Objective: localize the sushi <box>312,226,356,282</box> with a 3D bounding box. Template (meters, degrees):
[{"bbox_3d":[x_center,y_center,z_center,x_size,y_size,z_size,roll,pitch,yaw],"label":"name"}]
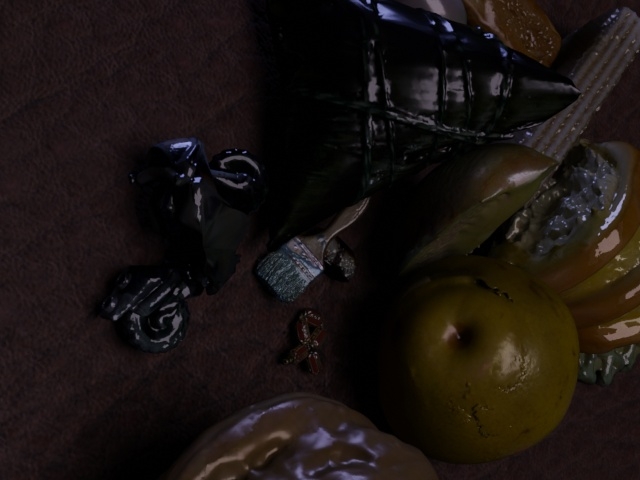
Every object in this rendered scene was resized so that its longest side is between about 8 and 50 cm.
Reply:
[{"bbox_3d":[0.017,0.015,1.885,0.083,0.044,0.046,42,62,-33],"label":"sushi"}]

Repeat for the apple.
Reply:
[{"bbox_3d":[0.172,-0.042,1.926,0.193,0.265,0.120,-26,75,-34],"label":"apple"}]

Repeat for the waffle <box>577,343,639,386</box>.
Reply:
[{"bbox_3d":[0.452,0.072,2.293,0.309,0.056,0.291,-36,111,-39],"label":"waffle"}]

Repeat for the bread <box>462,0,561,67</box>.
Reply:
[{"bbox_3d":[0.245,-0.336,2.111,0.271,0.077,0.139,46,61,-30],"label":"bread"}]

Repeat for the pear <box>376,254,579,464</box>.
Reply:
[{"bbox_3d":[0.204,0.170,1.930,0.285,0.336,0.284,2,62,-4],"label":"pear"}]

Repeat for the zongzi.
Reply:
[{"bbox_3d":[0.069,-0.138,1.847,0.384,0.319,0.362,14,85,-24],"label":"zongzi"}]

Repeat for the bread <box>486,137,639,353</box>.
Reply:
[{"bbox_3d":[0.414,0.011,2.085,0.270,0.211,0.315,48,51,-15],"label":"bread"}]

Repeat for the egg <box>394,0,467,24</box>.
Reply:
[{"bbox_3d":[0.144,-0.315,1.992,0.135,0.103,0.103,41,60,-31],"label":"egg"}]

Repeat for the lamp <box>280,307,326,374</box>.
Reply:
[{"bbox_3d":[-0.019,0.127,1.854,0.063,0.031,0.083,27,65,-41],"label":"lamp"}]

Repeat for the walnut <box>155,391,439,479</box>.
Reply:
[{"bbox_3d":[-0.044,0.351,1.596,0.384,0.384,0.383,4,84,-44],"label":"walnut"}]

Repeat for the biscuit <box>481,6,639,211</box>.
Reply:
[{"bbox_3d":[0.343,-0.191,2.151,0.078,0.144,0.426,49,57,-14],"label":"biscuit"}]

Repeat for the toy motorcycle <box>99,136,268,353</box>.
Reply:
[{"bbox_3d":[-0.169,-0.009,1.669,0.159,0.106,0.270,40,71,-30],"label":"toy motorcycle"}]

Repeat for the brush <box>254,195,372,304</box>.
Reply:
[{"bbox_3d":[0.000,0.000,1.850,0.196,0.021,0.070,-42,93,-25],"label":"brush"}]
